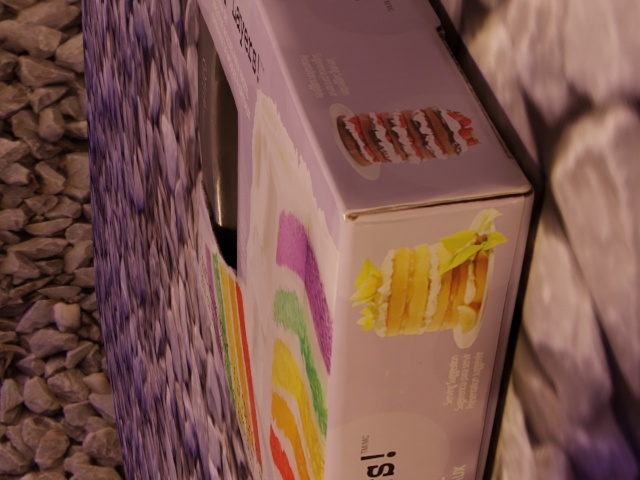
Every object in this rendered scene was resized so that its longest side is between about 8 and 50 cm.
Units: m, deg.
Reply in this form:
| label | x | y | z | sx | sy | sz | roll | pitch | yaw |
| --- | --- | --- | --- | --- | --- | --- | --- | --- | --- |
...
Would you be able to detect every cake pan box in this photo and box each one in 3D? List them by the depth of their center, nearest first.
| label | x | y | z | sx | sy | sz | roll | pitch | yaw |
| --- | --- | --- | --- | --- | --- | --- | --- | --- | --- |
| cake pan box | 0.000 | 0.000 | 0.571 | 0.267 | 0.070 | 0.245 | -110 | 20 | -47 |
